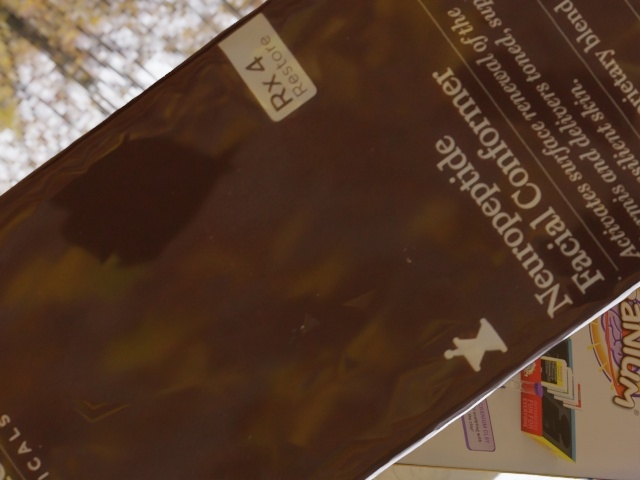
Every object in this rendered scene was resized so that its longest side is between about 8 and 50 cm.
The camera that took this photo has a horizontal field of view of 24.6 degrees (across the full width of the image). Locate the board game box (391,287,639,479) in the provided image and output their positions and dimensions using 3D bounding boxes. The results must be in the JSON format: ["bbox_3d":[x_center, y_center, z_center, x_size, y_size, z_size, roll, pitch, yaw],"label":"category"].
[{"bbox_3d":[0.121,0.024,0.906,0.317,0.064,0.242,-4,-80,49],"label":"board game box"}]

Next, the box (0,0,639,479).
[{"bbox_3d":[0.000,0.000,0.658,0.381,0.191,0.143,-37,177,5],"label":"box"}]

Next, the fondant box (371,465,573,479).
[{"bbox_3d":[0.152,0.209,1.359,0.238,0.330,0.096,-45,-110,1],"label":"fondant box"}]
